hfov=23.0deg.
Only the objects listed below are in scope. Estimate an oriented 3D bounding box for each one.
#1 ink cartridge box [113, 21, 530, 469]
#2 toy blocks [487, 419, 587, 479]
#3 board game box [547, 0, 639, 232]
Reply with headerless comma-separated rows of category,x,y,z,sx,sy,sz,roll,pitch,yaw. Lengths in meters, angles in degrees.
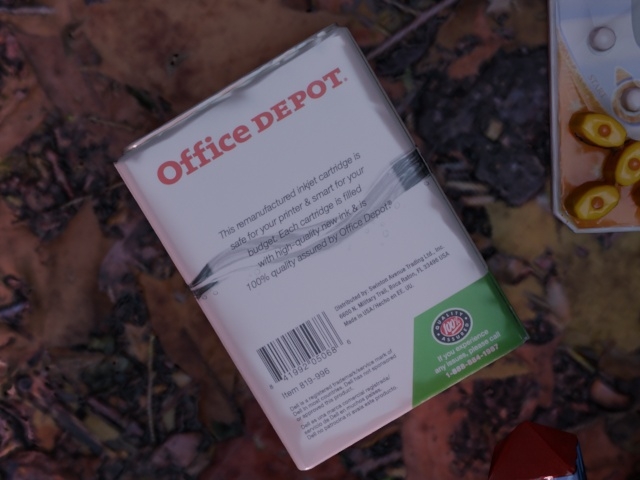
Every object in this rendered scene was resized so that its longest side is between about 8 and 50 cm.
ink cartridge box,0.000,0.000,0.904,0.153,0.087,0.208,-30,97,2
toy blocks,0.256,0.193,0.854,0.381,0.191,0.261,-9,105,14
board game box,0.327,-0.203,0.909,0.389,0.050,0.390,-2,96,-1
